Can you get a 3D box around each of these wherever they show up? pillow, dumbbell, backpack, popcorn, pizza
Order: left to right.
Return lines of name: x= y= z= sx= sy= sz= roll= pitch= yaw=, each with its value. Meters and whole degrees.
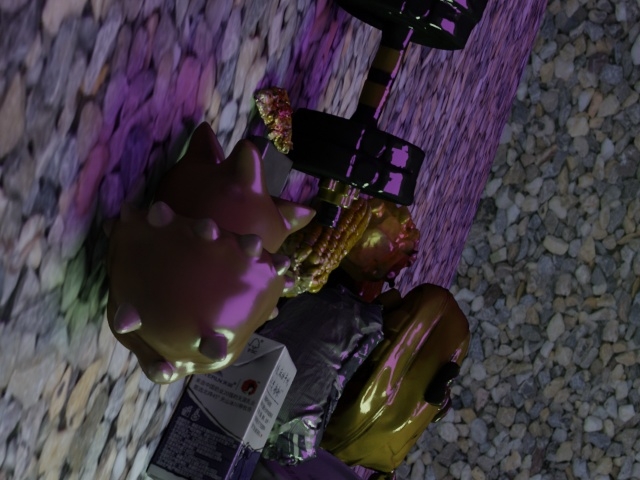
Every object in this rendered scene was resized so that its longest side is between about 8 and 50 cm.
pizza: x=-0.048 y=-0.146 z=1.356 sx=0.078 sy=0.025 sz=0.083 roll=34 pitch=49 yaw=-62
pillow: x=-0.022 y=0.177 z=1.708 sx=0.335 sy=0.162 sz=0.092 roll=-57 pitch=177 yaw=-42
popcorn: x=0.093 y=0.000 z=1.966 sx=0.148 sy=0.152 sz=0.167 roll=-50 pitch=157 yaw=2
dumbbell: x=0.074 y=-0.199 z=1.468 sx=0.185 sy=0.185 sz=0.388 roll=16 pitch=94 yaw=-77
backpack: x=0.113 y=0.231 z=1.940 sx=0.353 sy=0.201 sz=0.378 roll=-60 pitch=-179 yaw=-12

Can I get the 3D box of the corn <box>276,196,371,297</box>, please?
corn: x=0.000 y=0.000 z=1.677 sx=0.320 sy=0.097 sz=0.097 roll=-44 pitch=152 yaw=-64

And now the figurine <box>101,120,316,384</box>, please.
figurine: x=-0.105 y=0.008 z=1.095 sx=0.247 sy=0.177 sz=0.173 roll=-52 pitch=180 yaw=-20

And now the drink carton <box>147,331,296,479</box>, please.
drink carton: x=-0.119 y=0.228 z=1.533 sx=0.134 sy=0.102 sz=0.222 roll=69 pitch=44 yaw=-68

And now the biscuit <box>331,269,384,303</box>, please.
biscuit: x=0.041 y=0.149 z=2.159 sx=0.359 sy=0.046 sz=0.359 roll=22 pitch=90 yaw=-77

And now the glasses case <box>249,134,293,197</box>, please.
glasses case: x=-0.093 y=-0.024 z=1.377 sx=0.190 sy=0.042 sz=0.072 roll=-67 pitch=157 yaw=-6

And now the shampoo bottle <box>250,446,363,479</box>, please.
shampoo bottle: x=-0.064 y=0.436 z=1.694 sx=0.266 sy=0.273 sz=0.273 roll=-62 pitch=168 yaw=10
